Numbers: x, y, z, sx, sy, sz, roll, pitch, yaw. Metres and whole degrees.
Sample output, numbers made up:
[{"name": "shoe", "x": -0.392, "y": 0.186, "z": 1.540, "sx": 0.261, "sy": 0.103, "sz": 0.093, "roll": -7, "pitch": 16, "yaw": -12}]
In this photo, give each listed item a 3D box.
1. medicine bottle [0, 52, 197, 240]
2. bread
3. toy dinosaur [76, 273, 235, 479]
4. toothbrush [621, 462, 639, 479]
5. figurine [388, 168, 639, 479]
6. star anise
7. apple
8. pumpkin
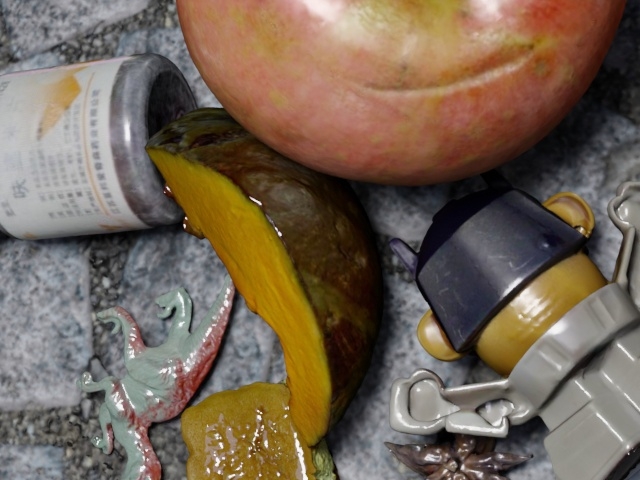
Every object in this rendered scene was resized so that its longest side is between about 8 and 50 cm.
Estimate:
[{"name": "medicine bottle", "x": -0.262, "y": -0.083, "z": 1.374, "sx": 0.273, "sy": 0.165, "sz": 0.165, "roll": -5, "pitch": 78, "yaw": 16}, {"name": "bread", "x": -0.057, "y": 0.197, "z": 1.304, "sx": 0.128, "sy": 0.069, "sz": 0.140, "roll": -22, "pitch": 73, "yaw": 14}, {"name": "toy dinosaur", "x": -0.134, "y": 0.117, "z": 1.355, "sx": 0.242, "sy": 0.053, "sz": 0.167, "roll": -36, "pitch": 72, "yaw": 9}, {"name": "toothbrush", "x": 0.279, "y": 0.186, "z": 1.224, "sx": 0.131, "sy": 0.011, "sz": 0.013, "roll": -28, "pitch": 94, "yaw": 12}, {"name": "figurine", "x": 0.189, "y": 0.063, "z": 1.207, "sx": 0.308, "sy": 0.143, "sz": 0.308, "roll": 3, "pitch": 64, "yaw": -7}, {"name": "star anise", "x": 0.125, "y": 0.208, "z": 1.242, "sx": 0.124, "sy": 0.056, "sz": 0.129, "roll": -25, "pitch": 57, "yaw": 8}, {"name": "apple", "x": 0.063, "y": -0.218, "z": 1.168, "sx": 0.364, "sy": 0.364, "sz": 0.364, "roll": -3, "pitch": 79, "yaw": 18}, {"name": "pumpkin", "x": 0.000, "y": 0.000, "z": 1.249, "sx": 0.169, "sy": 0.148, "sz": 0.312, "roll": -27, "pitch": 90, "yaw": -30}]
